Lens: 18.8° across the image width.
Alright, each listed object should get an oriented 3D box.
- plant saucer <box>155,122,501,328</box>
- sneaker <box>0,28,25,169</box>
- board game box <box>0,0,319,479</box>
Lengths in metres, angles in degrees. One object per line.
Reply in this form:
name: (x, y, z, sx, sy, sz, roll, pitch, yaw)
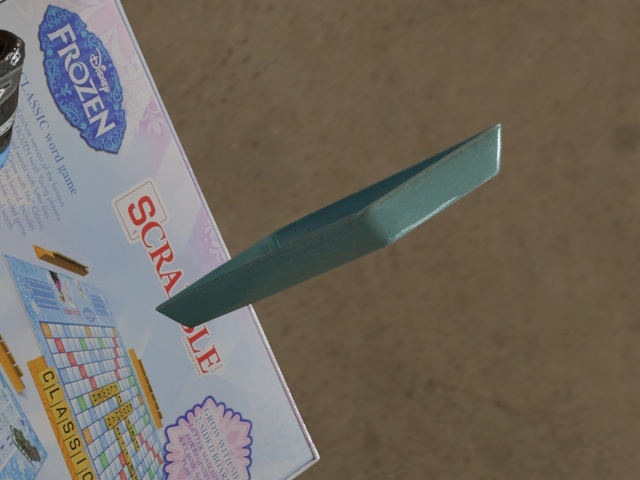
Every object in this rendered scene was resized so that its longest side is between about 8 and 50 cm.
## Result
plant saucer: (0.000, 0.000, 0.721, 0.067, 0.192, 0.018, -33, 95, -28)
sneaker: (-0.180, -0.074, 0.712, 0.188, 0.067, 0.078, 16, 95, -56)
board game box: (-0.188, 0.060, 0.986, 0.318, 0.066, 0.318, -33, 111, -30)
